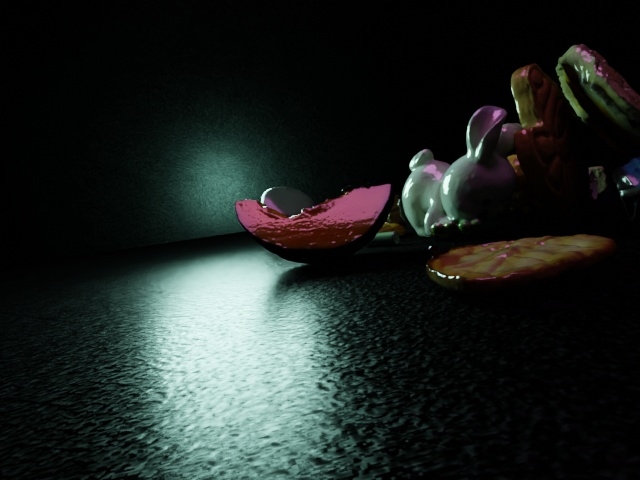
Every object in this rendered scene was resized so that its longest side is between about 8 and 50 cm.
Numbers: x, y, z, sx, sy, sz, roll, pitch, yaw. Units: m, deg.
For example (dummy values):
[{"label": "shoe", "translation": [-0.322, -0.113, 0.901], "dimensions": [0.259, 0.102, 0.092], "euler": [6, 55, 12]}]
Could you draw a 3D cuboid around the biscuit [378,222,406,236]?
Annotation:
[{"label": "biscuit", "translation": [0.101, -0.017, 1.202], "dimensions": [0.262, 0.037, 0.262], "euler": [-8, 4, 1]}]

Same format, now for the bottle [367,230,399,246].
[{"label": "bottle", "translation": [0.135, -0.003, 1.006], "dimensions": [0.083, 0.030, 0.030], "euler": [-6, 5, 35]}]

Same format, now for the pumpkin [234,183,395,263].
[{"label": "pumpkin", "translation": [0.000, 0.000, 0.872], "dimensions": [0.313, 0.148, 0.169], "euler": [-4, -36, -1]}]

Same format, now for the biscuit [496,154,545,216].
[{"label": "biscuit", "translation": [0.491, -0.138, 1.184], "dimensions": [0.318, 0.110, 0.312], "euler": [10, -8, -42]}]

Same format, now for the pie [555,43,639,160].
[{"label": "pie", "translation": [0.603, -0.259, 0.900], "dimensions": [0.077, 0.339, 0.339], "euler": [-44, -12, 25]}]

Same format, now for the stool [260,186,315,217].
[{"label": "stool", "translation": [-0.105, -0.049, 1.243], "dimensions": [0.154, 0.139, 0.228], "euler": [18, 36, -3]}]

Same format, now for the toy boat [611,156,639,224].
[{"label": "toy boat", "translation": [0.577, -0.095, 0.738], "dimensions": [0.143, 0.128, 0.309], "euler": [-22, -10, 32]}]

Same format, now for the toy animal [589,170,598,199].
[{"label": "toy animal", "translation": [0.823, -0.188, 1.532], "dimensions": [0.104, 0.130, 0.221], "euler": [-30, 15, -37]}]

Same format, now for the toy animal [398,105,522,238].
[{"label": "toy animal", "translation": [0.317, -0.125, 0.982], "dimensions": [0.183, 0.247, 0.310], "euler": [3, -11, -19]}]

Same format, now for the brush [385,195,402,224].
[{"label": "brush", "translation": [0.216, -0.095, 1.558], "dimensions": [0.047, 0.103, 0.233], "euler": [-8, 5, 36]}]

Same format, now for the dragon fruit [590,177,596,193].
[{"label": "dragon fruit", "translation": [0.715, -0.197, 1.413], "dimensions": [0.274, 0.192, 0.193], "euler": [-7, 26, 26]}]

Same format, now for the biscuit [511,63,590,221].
[{"label": "biscuit", "translation": [0.502, -0.197, 0.945], "dimensions": [0.057, 0.311, 0.351], "euler": [-14, -44, 45]}]

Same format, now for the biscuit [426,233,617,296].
[{"label": "biscuit", "translation": [0.222, 0.024, 0.516], "dimensions": [0.203, 0.041, 0.260], "euler": [-1, 9, 37]}]

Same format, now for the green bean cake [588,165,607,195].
[{"label": "green bean cake", "translation": [0.955, -0.212, 1.650], "dimensions": [0.179, 0.109, 0.085], "euler": [-7, 5, 6]}]
